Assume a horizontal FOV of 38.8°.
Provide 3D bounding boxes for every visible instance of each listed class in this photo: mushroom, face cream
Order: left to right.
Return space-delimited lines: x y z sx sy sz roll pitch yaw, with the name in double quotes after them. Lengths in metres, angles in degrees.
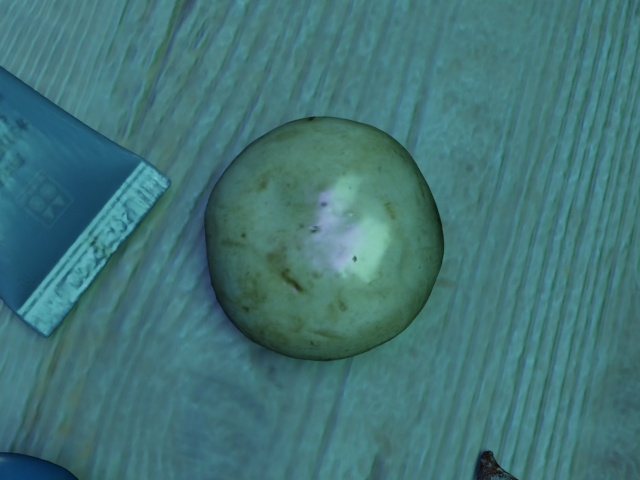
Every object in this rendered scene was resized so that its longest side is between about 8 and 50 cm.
-0.283 -0.108 0.565 0.385 0.086 0.136 40 74 -14 "face cream"
0.000 0.000 0.620 0.166 0.127 0.166 -1 77 5 "mushroom"

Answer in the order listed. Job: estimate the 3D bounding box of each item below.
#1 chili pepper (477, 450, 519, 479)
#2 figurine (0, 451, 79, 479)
0.162 0.228 0.676 0.050 0.041 0.153 -29 90 -36 "chili pepper"
-0.182 0.333 0.473 0.297 0.243 0.417 -5 62 -10 "figurine"
